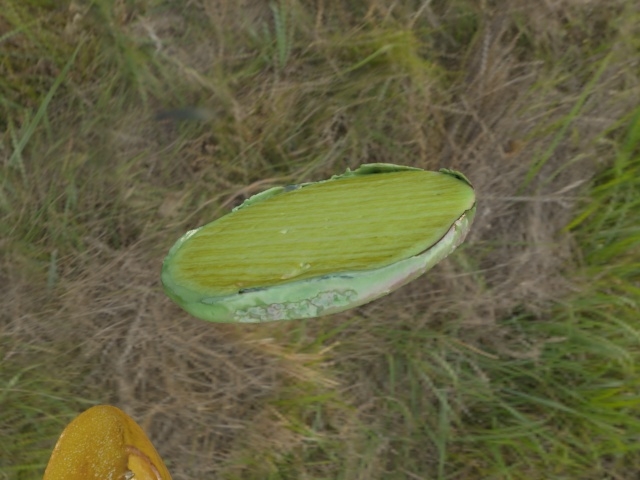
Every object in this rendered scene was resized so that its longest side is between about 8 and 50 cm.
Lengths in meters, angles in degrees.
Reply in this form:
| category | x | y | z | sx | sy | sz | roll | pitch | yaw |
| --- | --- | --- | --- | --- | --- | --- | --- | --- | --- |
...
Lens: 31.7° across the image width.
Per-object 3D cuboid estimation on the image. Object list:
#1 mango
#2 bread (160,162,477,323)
| category | x | y | z | sx | sy | sz | roll | pitch | yaw |
| --- | --- | --- | --- | --- | --- | --- | --- | --- | --- |
| mango | -0.270 | 0.362 | 1.465 | 0.201 | 0.350 | 0.199 | -2 | 128 | -19 |
| bread | -0.001 | -0.002 | 1.026 | 0.301 | 0.301 | 0.045 | -24 | 113 | -22 |
